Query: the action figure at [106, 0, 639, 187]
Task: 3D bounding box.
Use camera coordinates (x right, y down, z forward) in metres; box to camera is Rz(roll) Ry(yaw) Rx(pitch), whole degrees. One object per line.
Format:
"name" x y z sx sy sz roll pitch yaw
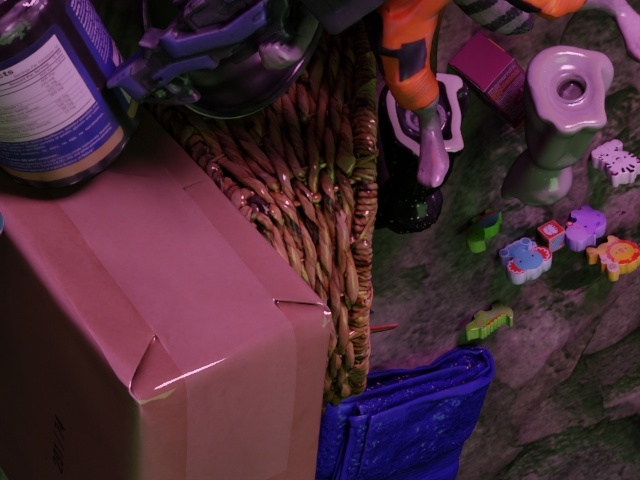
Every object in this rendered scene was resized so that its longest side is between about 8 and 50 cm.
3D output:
"action figure" 0.020 -0.187 1.218 0.341 0.178 0.330 -22 128 33

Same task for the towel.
"towel" 0.071 0.265 1.926 0.227 0.076 0.308 -11 133 -33

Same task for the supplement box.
"supplement box" 0.164 -0.147 1.632 0.043 0.055 0.083 -47 143 3

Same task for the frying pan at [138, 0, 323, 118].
"frying pan" -0.031 -0.239 1.372 0.326 0.053 0.197 -53 136 -21

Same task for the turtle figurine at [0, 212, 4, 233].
"turtle figurine" -0.319 0.034 1.332 0.234 0.175 0.118 -57 -172 43

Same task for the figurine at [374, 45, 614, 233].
"figurine" 0.151 -0.078 1.603 0.215 0.092 0.209 -11 155 -9

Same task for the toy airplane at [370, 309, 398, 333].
"toy airplane" -0.001 0.099 1.709 0.151 0.028 0.151 -21 161 -8

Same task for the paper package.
"paper package" -0.148 0.111 1.393 0.168 0.309 0.325 -22 139 -27

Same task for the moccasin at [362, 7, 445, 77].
"moccasin" 0.109 -0.297 1.330 0.147 0.139 0.380 6 108 -10

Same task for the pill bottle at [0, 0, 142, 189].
"pill bottle" -0.217 -0.144 1.241 0.123 0.123 0.219 -37 141 -8

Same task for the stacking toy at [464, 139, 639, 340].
"stacking toy" 0.245 0.007 1.854 0.221 0.052 0.167 -28 140 -17

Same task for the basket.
"basket" 0.000 0.000 1.496 0.223 0.213 0.299 -23 138 -23
